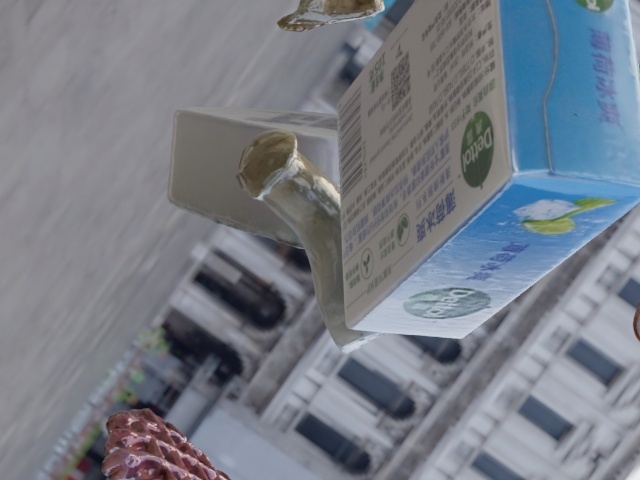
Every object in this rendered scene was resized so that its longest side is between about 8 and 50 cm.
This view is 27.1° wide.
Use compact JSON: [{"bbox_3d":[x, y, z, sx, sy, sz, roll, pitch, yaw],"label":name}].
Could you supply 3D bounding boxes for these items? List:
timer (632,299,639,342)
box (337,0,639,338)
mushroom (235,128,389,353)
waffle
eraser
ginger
[{"bbox_3d":[0.485,0.030,1.317,0.161,0.250,0.258,4,108,-44],"label":"timer"},{"bbox_3d":[0.075,-0.049,0.649,0.194,0.073,0.139,132,-40,-59],"label":"box"},{"bbox_3d":[0.003,-0.003,1.223,0.092,0.223,0.081,-30,-177,-19],"label":"mushroom"},{"bbox_3d":[-0.126,0.256,1.307,0.055,0.234,0.221,-45,178,5],"label":"waffle"},{"bbox_3d":[-0.017,-0.086,1.747,0.331,0.331,0.150,-66,164,-76],"label":"eraser"},{"bbox_3d":[0.001,-0.183,1.034,0.097,0.030,0.048,-6,175,34],"label":"ginger"}]
